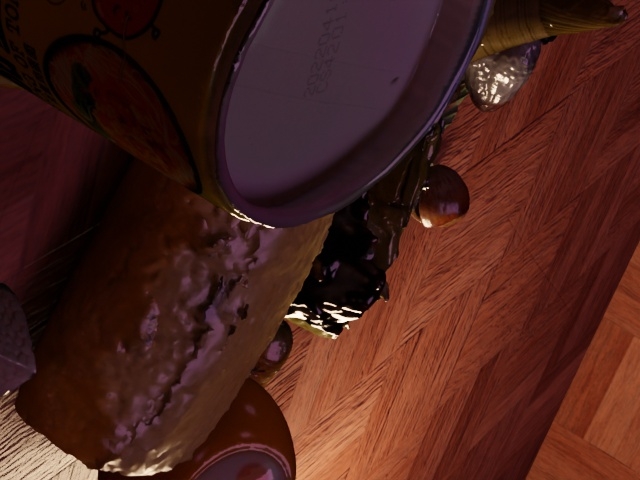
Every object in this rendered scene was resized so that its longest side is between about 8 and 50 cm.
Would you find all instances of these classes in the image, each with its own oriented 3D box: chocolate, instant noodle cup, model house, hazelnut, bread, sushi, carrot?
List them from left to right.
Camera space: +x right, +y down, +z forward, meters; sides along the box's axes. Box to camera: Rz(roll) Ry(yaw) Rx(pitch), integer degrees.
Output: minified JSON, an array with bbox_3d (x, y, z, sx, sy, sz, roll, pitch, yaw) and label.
[{"bbox_3d":[-0.286,0.076,1.272,0.101,0.087,0.100,-34,146,17],"label":"model house"},{"bbox_3d":[-0.105,0.013,1.487,0.375,0.165,0.236,-60,166,6],"label":"bread"},{"bbox_3d":[-0.124,0.204,1.903,0.298,0.078,0.078,-60,162,18],"label":"carrot"},{"bbox_3d":[-0.058,-0.177,1.071,0.326,0.254,0.325,-36,147,-28],"label":"instant noodle cup"},{"bbox_3d":[0.000,0.000,1.715,0.206,0.177,0.224,-44,159,-35],"label":"chocolate"},{"bbox_3d":[0.051,-0.023,1.876,0.291,0.139,0.131,-63,169,10],"label":"sushi"},{"bbox_3d":[0.145,-0.056,2.124,0.086,0.086,0.086,-49,160,-25],"label":"hazelnut"}]

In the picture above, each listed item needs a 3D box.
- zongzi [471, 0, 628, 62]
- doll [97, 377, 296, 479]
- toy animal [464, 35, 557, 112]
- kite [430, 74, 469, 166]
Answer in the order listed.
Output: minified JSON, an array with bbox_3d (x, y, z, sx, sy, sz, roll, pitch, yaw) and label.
[{"bbox_3d":[0.125,-0.182,1.559,0.134,0.288,0.286,-32,149,-42],"label":"zongzi"},{"bbox_3d":[-0.150,0.214,1.707,0.236,0.213,0.213,30,93,-29],"label":"doll"},{"bbox_3d":[0.220,-0.241,2.021,0.195,0.090,0.324,-67,169,8],"label":"toy animal"},{"bbox_3d":[0.120,-0.104,2.109,0.323,0.013,0.268,-57,161,0],"label":"kite"}]
